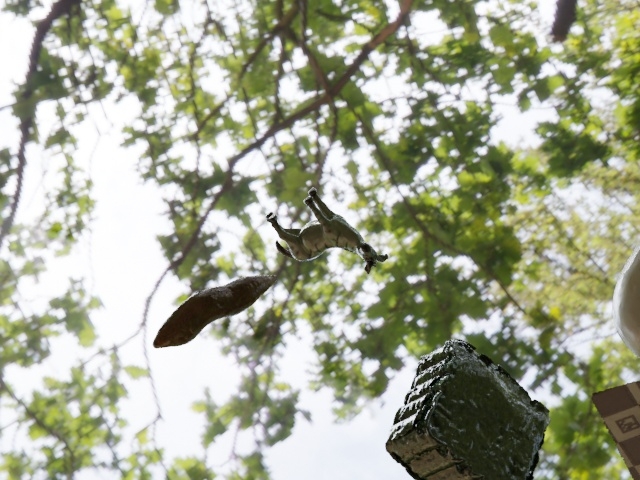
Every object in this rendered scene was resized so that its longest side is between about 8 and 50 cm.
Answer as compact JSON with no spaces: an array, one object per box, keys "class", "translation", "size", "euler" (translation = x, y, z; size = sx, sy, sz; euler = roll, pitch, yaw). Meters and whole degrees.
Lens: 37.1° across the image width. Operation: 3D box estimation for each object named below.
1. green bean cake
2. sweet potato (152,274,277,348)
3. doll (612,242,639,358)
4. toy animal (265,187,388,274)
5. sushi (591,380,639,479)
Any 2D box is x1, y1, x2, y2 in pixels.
[{"class":"green bean cake","translation":[0.254,0.320,1.623],"size":[0.241,0.255,0.132],"euler":[38,-46,-8]},{"class":"sweet potato","translation":[-0.153,0.095,1.397],"size":[0.051,0.218,0.065],"euler":[41,-31,36]},{"class":"doll","translation":[0.313,-0.139,0.572],"size":[0.187,0.366,0.376],"euler":[45,-50,27]},{"class":"toy animal","translation":[0.003,-0.003,1.730],"size":[0.217,0.073,0.176],"euler":[-21,-71,42]},{"class":"sushi","translation":[0.434,0.218,1.042],"size":[0.215,0.050,0.192],"euler":[-22,-61,19]}]
